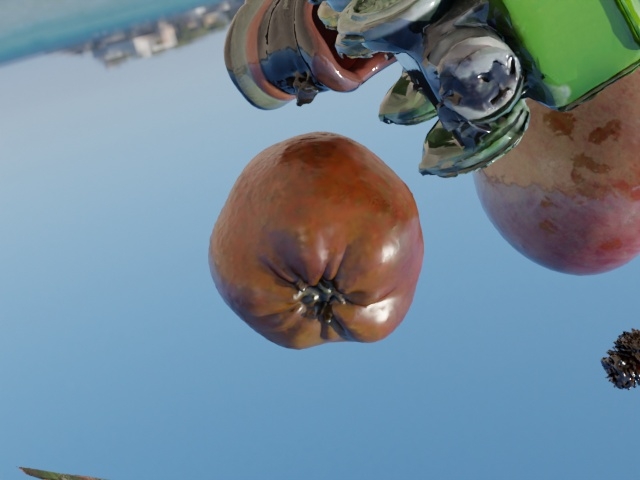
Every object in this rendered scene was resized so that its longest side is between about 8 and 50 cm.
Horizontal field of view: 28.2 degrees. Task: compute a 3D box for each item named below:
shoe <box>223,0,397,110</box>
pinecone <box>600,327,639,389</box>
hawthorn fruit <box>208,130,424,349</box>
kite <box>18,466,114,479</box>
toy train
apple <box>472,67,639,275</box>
[{"bbox_3d":[0.048,-0.219,1.024,0.291,0.114,0.137,-51,-146,-15],"label":"shoe"},{"bbox_3d":[0.400,0.153,1.625,0.083,0.077,0.077,-42,-174,12],"label":"pinecone"},{"bbox_3d":[0.000,0.000,1.028,0.189,0.189,0.189,-15,-169,3],"label":"hawthorn fruit"},{"bbox_3d":[-0.221,0.295,1.404,0.241,0.014,0.183,25,-174,3],"label":"kite"},{"bbox_3d":[0.034,-0.086,0.387,0.081,0.060,0.202,-32,-153,4],"label":"toy train"},{"bbox_3d":[0.353,-0.120,1.742,0.345,0.269,0.345,-58,178,-3],"label":"apple"}]
